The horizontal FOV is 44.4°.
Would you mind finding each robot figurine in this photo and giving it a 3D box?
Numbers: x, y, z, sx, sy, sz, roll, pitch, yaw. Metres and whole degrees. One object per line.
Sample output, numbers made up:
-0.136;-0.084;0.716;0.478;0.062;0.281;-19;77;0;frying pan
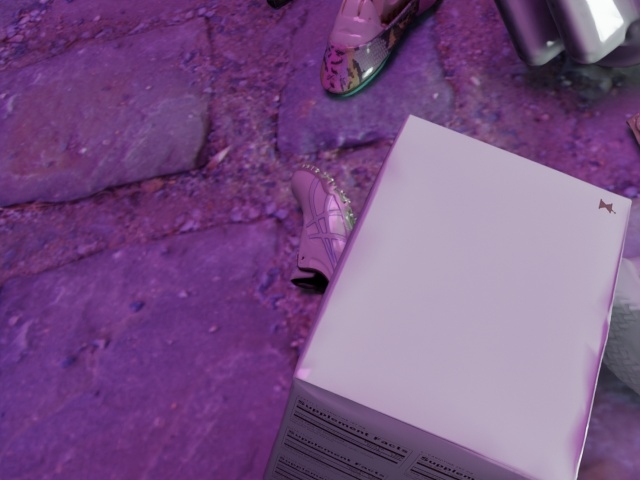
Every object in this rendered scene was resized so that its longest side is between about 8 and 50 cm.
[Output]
0.331;-0.309;0.773;0.353;0.199;0.300;-37;27;-14;robot figurine

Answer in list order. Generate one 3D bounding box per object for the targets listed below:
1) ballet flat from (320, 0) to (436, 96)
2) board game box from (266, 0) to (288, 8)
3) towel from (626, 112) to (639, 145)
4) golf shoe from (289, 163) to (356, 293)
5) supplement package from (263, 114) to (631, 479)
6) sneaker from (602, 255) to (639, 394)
0.067;-0.259;0.891;0.077;0.079;0.221;26;63;32;ballet flat
-0.004;-0.394;0.993;0.186;0.126;0.026;-35;50;-12;board game box
0.364;-0.097;0.702;0.148;0.027;0.110;-17;50;3;towel
0.000;0.000;0.708;0.086;0.069;0.176;-32;49;-3;golf shoe
0.072;0.072;0.508;0.149;0.203;0.194;22;58;4;supplement package
0.368;0.036;0.523;0.366;0.137;0.210;16;57;21;sneaker
